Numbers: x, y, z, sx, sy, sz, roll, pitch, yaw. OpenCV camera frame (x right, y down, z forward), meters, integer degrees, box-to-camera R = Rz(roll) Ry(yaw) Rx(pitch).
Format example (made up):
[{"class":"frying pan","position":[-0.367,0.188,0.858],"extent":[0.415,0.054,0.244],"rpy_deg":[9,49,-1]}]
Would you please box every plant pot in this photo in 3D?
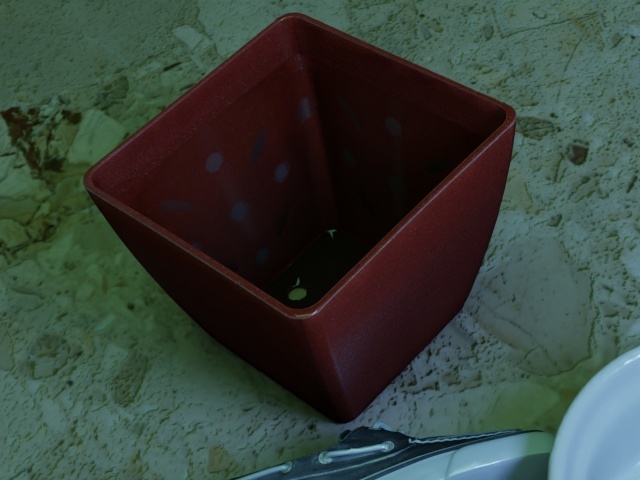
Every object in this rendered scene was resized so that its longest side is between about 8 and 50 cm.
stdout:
[{"class":"plant pot","position":[0.000,0.000,1.104],"extent":[0.267,0.236,0.267],"rpy_deg":[30,61,34]}]

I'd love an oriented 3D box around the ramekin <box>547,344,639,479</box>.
[{"class":"ramekin","position":[0.308,0.211,0.912],"extent":[0.277,0.135,0.277],"rpy_deg":[-6,48,7]}]

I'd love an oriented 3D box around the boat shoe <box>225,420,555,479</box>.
[{"class":"boat shoe","position":[0.047,0.196,1.012],"extent":[0.301,0.108,0.102],"rpy_deg":[-20,48,4]}]
